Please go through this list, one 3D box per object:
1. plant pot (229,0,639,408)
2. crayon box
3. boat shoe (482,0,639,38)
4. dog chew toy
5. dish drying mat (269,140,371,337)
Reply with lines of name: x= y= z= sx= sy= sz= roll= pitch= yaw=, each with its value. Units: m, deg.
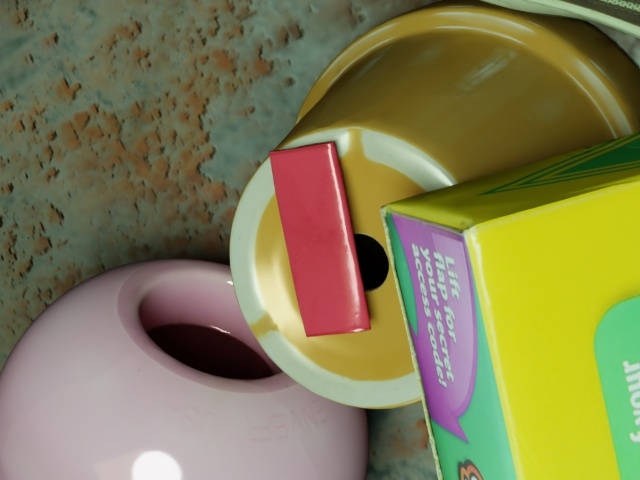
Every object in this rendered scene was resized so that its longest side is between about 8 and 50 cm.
plant pot: x=0.055 y=-0.008 z=0.749 sx=0.205 sy=0.188 sz=0.205 roll=6 pitch=106 yaw=23
crayon box: x=0.219 y=0.121 z=0.649 sx=0.313 sy=0.106 sz=0.363 roll=-16 pitch=101 yaw=-14
boat shoe: x=0.162 y=-0.136 z=0.694 sx=0.257 sy=0.095 sz=0.095 roll=8 pitch=77 yaw=15
dog chew toy: x=-0.100 y=0.175 z=0.873 sx=0.206 sy=0.206 sz=0.332 roll=30 pitch=122 yaw=15
dish drying mat: x=0.000 y=0.000 z=0.665 sx=0.032 sy=0.008 sz=0.083 roll=-7 pitch=100 yaw=26
